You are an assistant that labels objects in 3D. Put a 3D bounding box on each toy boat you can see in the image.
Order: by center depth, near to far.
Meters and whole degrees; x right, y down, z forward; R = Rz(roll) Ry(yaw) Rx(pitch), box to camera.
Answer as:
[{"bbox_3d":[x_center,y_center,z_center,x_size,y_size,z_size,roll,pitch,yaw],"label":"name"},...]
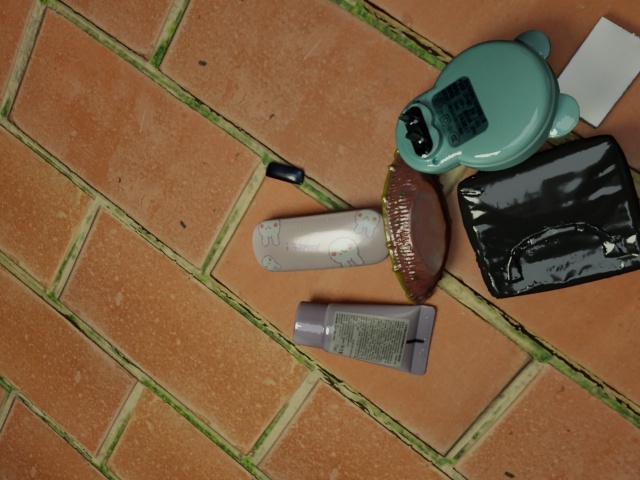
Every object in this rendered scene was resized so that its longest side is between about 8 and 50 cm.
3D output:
[{"bbox_3d":[0.180,-0.027,1.035,0.141,0.099,0.318,-10,100,-20],"label":"toy boat"}]

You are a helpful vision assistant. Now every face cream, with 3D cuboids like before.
[{"bbox_3d":[0.086,0.184,1.122,0.274,0.096,0.154,8,104,6],"label":"face cream"}]

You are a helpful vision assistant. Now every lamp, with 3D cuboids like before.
[{"bbox_3d":[0.260,-0.211,0.927,0.284,0.147,0.209,-20,72,13],"label":"lamp"}]

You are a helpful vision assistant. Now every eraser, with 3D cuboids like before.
[{"bbox_3d":[0.457,-0.275,0.913,0.104,0.023,0.150,36,111,10],"label":"eraser"}]

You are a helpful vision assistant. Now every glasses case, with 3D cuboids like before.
[{"bbox_3d":[0.000,0.000,1.114,0.297,0.075,0.113,-6,101,22],"label":"glasses case"},{"bbox_3d":[-0.075,-0.138,1.141,0.083,0.023,0.033,16,108,16],"label":"glasses case"}]

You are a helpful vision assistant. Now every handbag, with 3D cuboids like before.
[{"bbox_3d":[0.393,-0.034,0.955,0.275,0.088,0.244,-18,96,20],"label":"handbag"}]
